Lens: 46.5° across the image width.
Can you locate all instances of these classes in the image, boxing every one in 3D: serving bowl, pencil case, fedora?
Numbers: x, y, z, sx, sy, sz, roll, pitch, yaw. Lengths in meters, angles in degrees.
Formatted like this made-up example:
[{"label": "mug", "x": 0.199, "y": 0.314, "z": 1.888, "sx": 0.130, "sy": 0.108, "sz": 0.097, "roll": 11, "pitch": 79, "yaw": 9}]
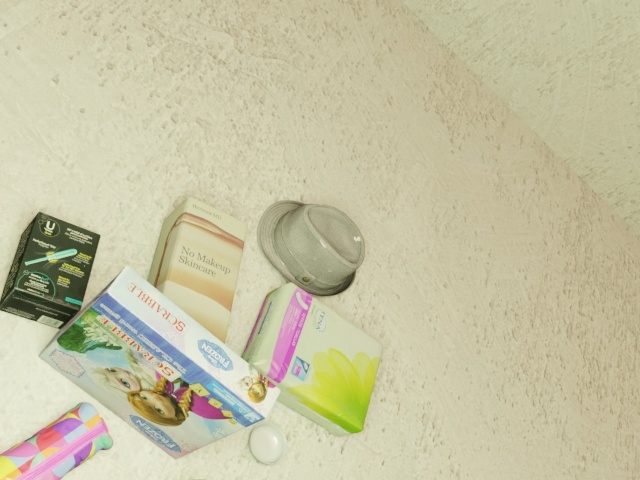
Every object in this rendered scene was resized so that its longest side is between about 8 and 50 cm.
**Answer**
[{"label": "serving bowl", "x": -0.110, "y": 0.407, "z": 1.486, "sx": 0.083, "sy": 0.027, "sz": 0.083, "roll": 21, "pitch": 53, "yaw": -30}, {"label": "pencil case", "x": -0.446, "y": 0.355, "z": 1.189, "sx": 0.104, "sy": 0.104, "sz": 0.236, "roll": 55, "pitch": 44, "yaw": 0}, {"label": "fedora", "x": 0.000, "y": 0.000, "z": 1.750, "sx": 0.275, "sy": 0.124, "sz": 0.243, "roll": 43, "pitch": 45, "yaw": -12}]

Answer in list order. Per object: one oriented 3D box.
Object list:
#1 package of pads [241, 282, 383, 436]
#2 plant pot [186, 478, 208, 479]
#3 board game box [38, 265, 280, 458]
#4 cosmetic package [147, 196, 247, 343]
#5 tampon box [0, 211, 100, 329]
[{"label": "package of pads", "x": -0.014, "y": 0.253, "z": 1.607, "sx": 0.297, "sy": 0.101, "sz": 0.229, "roll": 36, "pitch": 49, "yaw": -19}, {"label": "plant pot", "x": -0.232, "y": 0.546, "z": 1.166, "sx": 0.254, "sy": 0.254, "sz": 0.238, "roll": -26, "pitch": 99, "yaw": -45}, {"label": "board game box", "x": -0.279, "y": 0.221, "z": 1.250, "sx": 0.319, "sy": 0.318, "sz": 0.066, "roll": 41, "pitch": 46, "yaw": -12}, {"label": "cosmetic package", "x": -0.256, "y": 0.083, "z": 1.485, "sx": 0.153, "sy": 0.129, "sz": 0.296, "roll": 24, "pitch": 51, "yaw": -26}, {"label": "tampon box", "x": -0.483, "y": 0.055, "z": 1.332, "sx": 0.121, "sy": 0.101, "sz": 0.160, "roll": 25, "pitch": 51, "yaw": -28}]
